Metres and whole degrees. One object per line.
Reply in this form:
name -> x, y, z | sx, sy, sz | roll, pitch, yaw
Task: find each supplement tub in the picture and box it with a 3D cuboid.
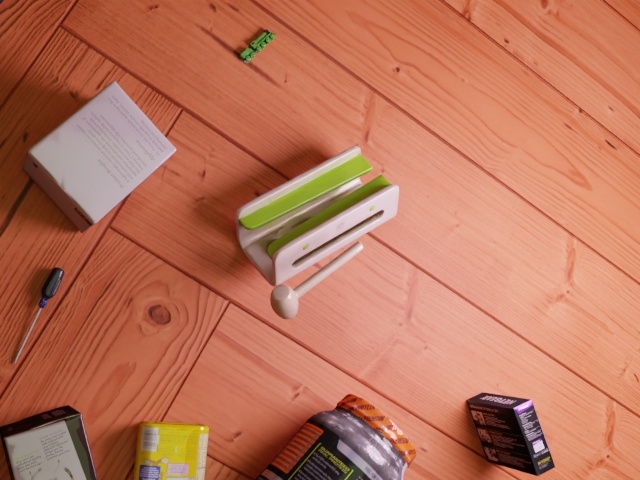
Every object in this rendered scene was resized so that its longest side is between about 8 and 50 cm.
supplement tub -> -0.003, 0.438, 1.517 | 0.338, 0.207, 0.207 | -46, 102, -18

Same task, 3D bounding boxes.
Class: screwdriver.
screwdriver -> -0.463, 0.122, 1.463 | 0.024, 0.025, 0.170 | 27, 75, -17

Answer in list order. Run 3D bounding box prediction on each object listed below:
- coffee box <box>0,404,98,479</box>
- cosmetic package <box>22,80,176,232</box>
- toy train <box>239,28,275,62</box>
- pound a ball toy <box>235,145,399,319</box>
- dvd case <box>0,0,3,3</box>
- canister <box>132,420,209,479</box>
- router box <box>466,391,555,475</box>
coffee box -> -0.400, 0.419, 1.383 | 0.118, 0.168, 0.297 | -15, 91, -22
cosmetic package -> -0.363, -0.132, 1.458 | 0.183, 0.151, 0.151 | -44, 101, -20
toy train -> -0.117, -0.360, 1.651 | 0.023, 0.017, 0.083 | 43, 71, -1
pound a ball toy -> 0.000, 0.000, 1.581 | 0.319, 0.136, 0.208 | -31, 61, -21
dvd case -> -0.635, -0.379, 1.403 | 0.179, 0.029, 0.239 | 39, 55, -14
canister -> -0.252, 0.392, 1.495 | 0.126, 0.073, 0.170 | 8, 81, -20
router box -> 0.354, 0.360, 1.680 | 0.046, 0.179, 0.133 | -21, 93, -20
